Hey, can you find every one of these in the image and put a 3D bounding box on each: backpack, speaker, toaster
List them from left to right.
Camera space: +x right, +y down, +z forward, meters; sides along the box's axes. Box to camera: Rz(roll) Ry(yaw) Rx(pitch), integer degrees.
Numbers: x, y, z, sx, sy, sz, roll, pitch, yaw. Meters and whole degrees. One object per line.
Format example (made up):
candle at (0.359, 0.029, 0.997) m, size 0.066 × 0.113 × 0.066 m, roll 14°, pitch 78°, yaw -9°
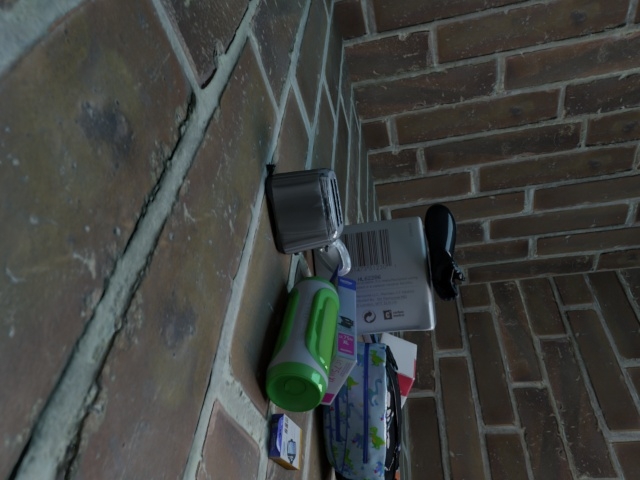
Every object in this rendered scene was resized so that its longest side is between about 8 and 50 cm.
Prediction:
speaker at (-0.031, 0.205, 1.006) m, size 0.296 × 0.131 × 0.131 m, roll -76°, pitch 155°, yaw -57°
toaster at (-0.033, -0.080, 1.108) m, size 0.129 × 0.146 × 0.227 m, roll -41°, pitch 123°, yaw -75°
backpack at (0.116, 0.452, 1.298) m, size 0.290 × 0.273 × 0.356 m, roll -17°, pitch 120°, yaw -75°

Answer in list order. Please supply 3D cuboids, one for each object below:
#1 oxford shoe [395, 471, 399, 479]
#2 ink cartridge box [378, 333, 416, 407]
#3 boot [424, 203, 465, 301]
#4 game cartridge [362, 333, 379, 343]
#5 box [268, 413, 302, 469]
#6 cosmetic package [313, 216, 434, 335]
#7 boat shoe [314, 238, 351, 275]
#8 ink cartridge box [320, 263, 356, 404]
oxford shoe at (0.234, 0.968, 1.851) m, size 0.098 × 0.097 × 0.271 m, roll 52°, pitch 21°, yaw -5°
ink cartridge box at (0.198, 0.489, 1.548) m, size 0.226 × 0.131 × 0.306 m, roll -53°, pitch 164°, yaw -71°
boot at (0.353, 0.030, 1.359) m, size 0.207 × 0.094 × 0.247 m, roll -56°, pitch 142°, yaw -76°
game cartridge at (0.220, 0.349, 2.153) m, size 0.230 × 0.068 × 0.355 m, roll -90°, pitch 166°, yaw -46°
box at (-0.070, 0.399, 0.947) m, size 0.136 × 0.028 × 0.081 m, roll 63°, pitch 24°, yaw -50°
cosmetic package at (0.188, 0.131, 1.532) m, size 0.393 × 0.329 × 0.328 m, roll 26°, pitch 57°, yaw -73°
boat shoe at (0.000, 0.000, 1.292) m, size 0.226 × 0.083 × 0.076 m, roll 57°, pitch 19°, yaw 6°
ink cartridge box at (0.034, 0.227, 1.203) m, size 0.311 × 0.065 × 0.186 m, roll -89°, pitch -162°, yaw -51°
